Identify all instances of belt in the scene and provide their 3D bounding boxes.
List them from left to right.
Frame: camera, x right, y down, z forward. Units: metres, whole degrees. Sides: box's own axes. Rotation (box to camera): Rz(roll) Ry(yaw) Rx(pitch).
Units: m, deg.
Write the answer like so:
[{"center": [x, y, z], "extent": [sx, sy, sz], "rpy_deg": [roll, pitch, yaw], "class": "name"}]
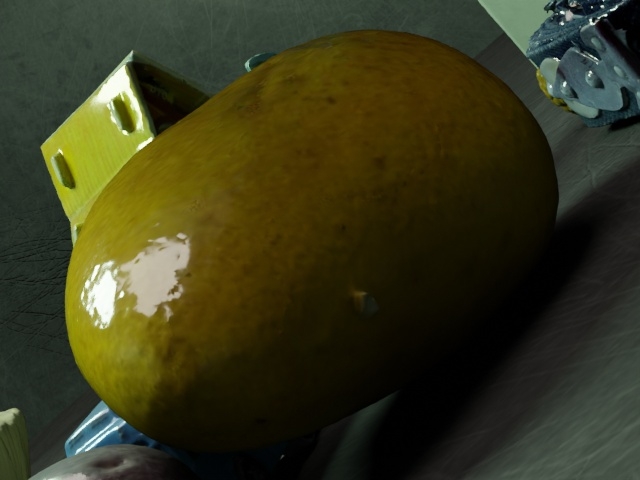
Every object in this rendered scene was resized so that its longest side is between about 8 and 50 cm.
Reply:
[{"center": [0.244, -0.171, 1.446], "extent": [0.122, 0.128, 0.218], "rpy_deg": [-42, 6, -12], "class": "belt"}]

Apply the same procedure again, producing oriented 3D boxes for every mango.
[{"center": [-0.005, 0.005, 1.173], "extent": [0.301, 0.220, 0.445], "rpy_deg": [-2, 25, 20], "class": "mango"}]

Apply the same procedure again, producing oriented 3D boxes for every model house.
[{"center": [-0.095, -0.018, 1.637], "extent": [0.300, 0.323, 0.340], "rpy_deg": [-37, 7, 41], "class": "model house"}]

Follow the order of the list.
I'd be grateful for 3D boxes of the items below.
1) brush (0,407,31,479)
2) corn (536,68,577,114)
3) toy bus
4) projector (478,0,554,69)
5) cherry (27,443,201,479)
[{"center": [-0.376, 0.298, 1.771], "extent": [0.267, 0.166, 0.174], "rpy_deg": [-30, 7, 21], "class": "brush"}, {"center": [0.288, -0.184, 1.583], "extent": [0.231, 0.080, 0.080], "rpy_deg": [-31, 11, 45], "class": "corn"}, {"center": [-0.099, 0.152, 1.262], "extent": [0.116, 0.133, 0.234], "rpy_deg": [-40, 5, 19], "class": "toy bus"}, {"center": [0.275, -0.268, 1.665], "extent": [0.250, 0.198, 0.108], "rpy_deg": [-38, 6, 47], "class": "projector"}, {"center": [-0.138, 0.204, 1.071], "extent": [0.176, 0.140, 0.176], "rpy_deg": [-43, -5, -4], "class": "cherry"}]
